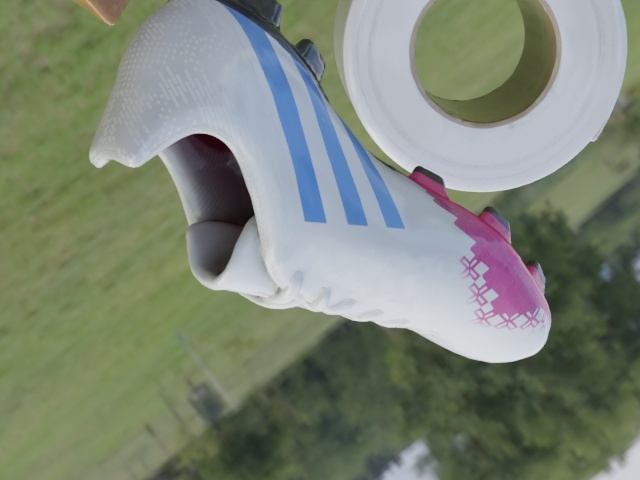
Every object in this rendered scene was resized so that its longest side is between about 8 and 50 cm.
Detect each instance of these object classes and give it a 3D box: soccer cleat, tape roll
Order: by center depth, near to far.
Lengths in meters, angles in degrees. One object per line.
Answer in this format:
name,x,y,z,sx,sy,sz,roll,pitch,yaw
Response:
soccer cleat,0.000,0.000,0.940,0.116,0.331,0.143,-8,-133,53
tape roll,0.136,-0.176,1.435,0.246,0.246,0.169,-39,-170,5

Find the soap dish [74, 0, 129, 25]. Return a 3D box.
soap dish,-0.125,-0.298,0.847,0.229,0.118,0.291,47,62,-48
